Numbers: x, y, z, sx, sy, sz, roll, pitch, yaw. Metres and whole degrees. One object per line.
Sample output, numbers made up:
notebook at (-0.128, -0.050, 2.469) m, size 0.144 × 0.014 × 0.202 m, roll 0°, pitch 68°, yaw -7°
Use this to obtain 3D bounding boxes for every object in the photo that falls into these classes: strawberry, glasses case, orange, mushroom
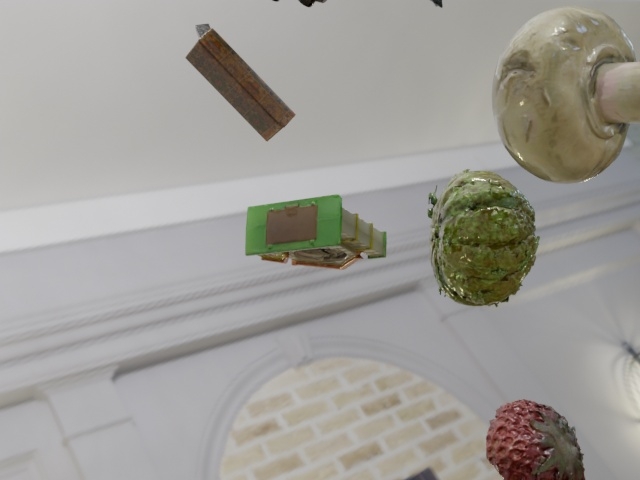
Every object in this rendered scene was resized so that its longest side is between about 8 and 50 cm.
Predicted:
strawberry at (0.270, 0.263, 1.013) m, size 0.145 × 0.145 × 0.086 m, roll -7°, pitch -25°, yaw -43°
glasses case at (-0.147, -0.287, 1.510) m, size 0.049 × 0.218 × 0.075 m, roll -51°, pitch 12°, yaw -31°
orange at (0.349, -0.009, 1.729) m, size 0.223 × 0.300 × 0.301 m, roll -2°, pitch -10°, yaw -3°
mushroom at (0.478, -0.256, 1.468) m, size 0.356 × 0.315 × 0.315 m, roll 7°, pitch -35°, yaw -3°

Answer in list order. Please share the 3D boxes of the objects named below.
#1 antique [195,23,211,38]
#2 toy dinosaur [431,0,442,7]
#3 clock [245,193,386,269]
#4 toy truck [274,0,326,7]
antique at (-0.215, -0.375, 1.631) m, size 0.031 × 0.192 × 0.015 m, roll -10°, pitch -41°, yaw -18°
toy dinosaur at (0.046, -0.476, 1.318) m, size 0.076 × 0.363 × 0.147 m, roll -46°, pitch 1°, yaw -20°
clock at (0.000, 0.000, 1.749) m, size 0.220 × 0.106 × 0.255 m, roll -6°, pitch -18°, yaw 28°
toy truck at (-0.068, -0.501, 1.458) m, size 0.243 × 0.125 × 0.101 m, roll -6°, pitch -33°, yaw -50°
